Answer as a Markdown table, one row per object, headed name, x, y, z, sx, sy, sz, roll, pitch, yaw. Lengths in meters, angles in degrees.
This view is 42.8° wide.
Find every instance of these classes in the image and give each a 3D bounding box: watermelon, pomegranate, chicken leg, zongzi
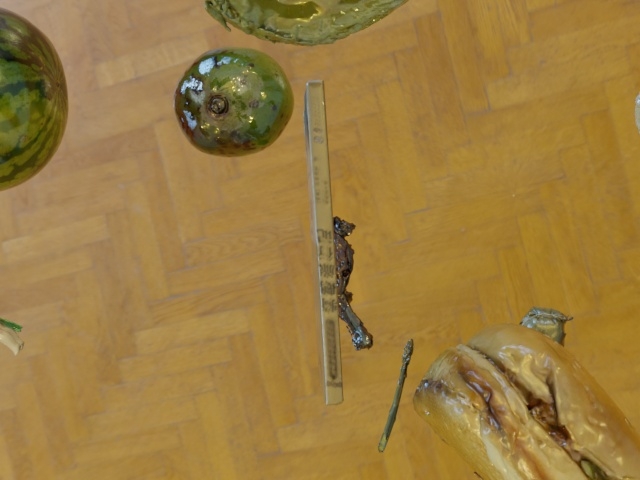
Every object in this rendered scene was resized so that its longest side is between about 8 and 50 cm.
| name | x | y | z | sx | sy | sz | roll | pitch | yaw |
| --- | --- | --- | --- | --- | --- | --- | --- | --- | --- |
| watermelon | -0.530 | -0.214 | 1.250 | 0.285 | 0.285 | 0.285 | 1 | 93 | 13 |
| pomegranate | -0.139 | -0.239 | 1.401 | 0.202 | 0.248 | 0.202 | 2 | 101 | 13 |
| chicken leg | 0.040 | 0.081 | 1.502 | 0.106 | 0.051 | 0.253 | -18 | 84 | 43 |
| zongzi | 0.363 | 0.233 | 1.393 | 0.094 | 0.205 | 0.204 | 12 | 55 | 2 |

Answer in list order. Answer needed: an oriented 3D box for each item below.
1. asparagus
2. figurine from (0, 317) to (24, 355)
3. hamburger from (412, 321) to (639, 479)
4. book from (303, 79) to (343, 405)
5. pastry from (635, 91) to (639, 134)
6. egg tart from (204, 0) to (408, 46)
| name | x | y | z | sx | sy | sz | roll | pitch | yaw |
| --- | --- | --- | --- | --- | --- | --- | --- | --- | --- |
| asparagus | 0.101 | 0.208 | 1.084 | 0.016 | 0.013 | 0.166 | 12 | 101 | -13 |
| figurine | -0.543 | 0.107 | 1.303 | 0.187 | 0.083 | 0.083 | 44 | 102 | -7 |
| hamburger | 0.262 | 0.250 | 1.029 | 0.174 | 0.284 | 0.304 | -36 | 86 | -16 |
| book | 0.000 | 0.000 | 0.875 | 0.021 | 0.217 | 0.311 | -3 | 92 | -3 |
| pastry | 0.486 | -0.180 | 1.078 | 0.088 | 0.165 | 0.166 | 43 | 103 | 41 |
| egg tart | -0.001 | -0.230 | 0.604 | 0.197 | 0.197 | 0.078 | -15 | 54 | 14 |
